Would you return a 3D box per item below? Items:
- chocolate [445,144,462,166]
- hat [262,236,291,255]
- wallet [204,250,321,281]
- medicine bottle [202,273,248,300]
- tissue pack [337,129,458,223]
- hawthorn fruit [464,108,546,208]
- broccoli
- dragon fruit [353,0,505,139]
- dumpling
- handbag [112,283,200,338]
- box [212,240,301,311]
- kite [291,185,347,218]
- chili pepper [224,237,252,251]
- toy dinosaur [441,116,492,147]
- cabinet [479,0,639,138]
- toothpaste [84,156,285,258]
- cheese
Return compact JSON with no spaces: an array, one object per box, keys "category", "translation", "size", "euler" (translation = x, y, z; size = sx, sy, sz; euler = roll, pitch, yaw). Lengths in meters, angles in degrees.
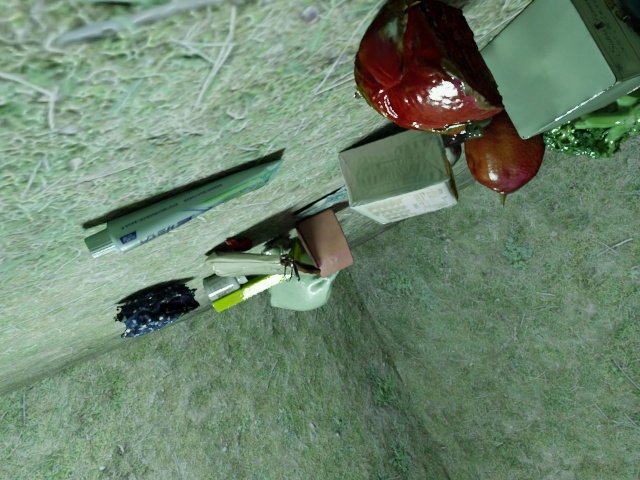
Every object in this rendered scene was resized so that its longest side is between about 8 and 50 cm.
[{"category":"chocolate","translation":[0.268,-0.175,1.206],"size":[0.254,0.080,0.157],"euler":[-29,178,29]},{"category":"hat","translation":[-0.135,0.026,1.455],"size":[0.166,0.081,0.122],"euler":[-68,-179,-78]},{"category":"wallet","translation":[-0.149,0.073,1.206],"size":[0.275,0.068,0.335],"euler":[4,173,15]},{"category":"medicine bottle","translation":[-0.325,0.142,1.543],"size":[0.140,0.079,0.079],"euler":[-26,174,-4]},{"category":"tissue pack","translation":[0.162,-0.119,0.879],"size":[0.185,0.124,0.225],"euler":[-16,169,19]},{"category":"hawthorn fruit","translation":[0.441,-0.205,1.097],"size":[0.190,0.251,0.189],"euler":[1,180,0]},{"category":"broccoli","translation":[0.567,-0.282,0.875],"size":[0.270,0.269,0.270],"euler":[-26,-153,0]},{"category":"dragon fruit","translation":[0.095,-0.164,0.485],"size":[0.127,0.120,0.161],"euler":[-14,173,-38]},{"category":"dumpling","translation":[-0.070,0.135,1.709],"size":[0.321,0.269,0.212],"euler":[1,176,14]},{"category":"handbag","translation":[-0.465,0.197,1.303],"size":[0.162,0.113,0.260],"euler":[-21,177,14]},{"category":"box","translation":[-0.225,0.126,1.622],"size":[0.335,0.047,0.187],"euler":[-27,-158,11]},{"category":"kite","translation":[0.070,-0.129,1.178],"size":[0.310,0.015,0.169],"euler":[-27,176,18]},{"category":"chili pepper","translation":[-0.207,0.011,1.151],"size":[0.045,0.027,0.178],"euler":[-25,172,3]},{"category":"toy dinosaur","translation":[0.256,-0.226,0.971],"size":[0.248,0.075,0.188],"euler":[-28,-174,-40]},{"category":"cabinet","translation":[0.369,-0.261,0.626],"size":[0.206,0.144,0.150],"euler":[-23,173,-26]},{"category":"toothpaste","translation":[-0.185,-0.051,0.651],"size":[0.297,0.048,0.075],"euler":[-27,174,-19]},{"category":"cheese","translation":[0.010,0.017,1.379],"size":[0.128,0.176,0.203],"euler":[-25,174,-6]}]
